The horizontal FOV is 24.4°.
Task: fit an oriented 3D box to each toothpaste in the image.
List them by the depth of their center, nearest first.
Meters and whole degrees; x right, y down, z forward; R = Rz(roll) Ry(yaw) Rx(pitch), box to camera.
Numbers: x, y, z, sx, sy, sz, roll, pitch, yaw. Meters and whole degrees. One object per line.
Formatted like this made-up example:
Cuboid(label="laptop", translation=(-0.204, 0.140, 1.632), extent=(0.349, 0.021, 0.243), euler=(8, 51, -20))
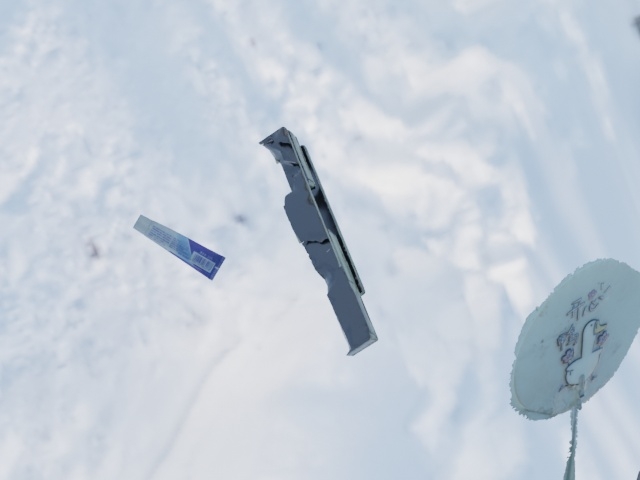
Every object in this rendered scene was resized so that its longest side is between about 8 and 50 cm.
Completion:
Cuboid(label="toothpaste", translation=(-0.124, 0.005, 1.288), extent=(0.083, 0.024, 0.015), euler=(30, 1, -5))

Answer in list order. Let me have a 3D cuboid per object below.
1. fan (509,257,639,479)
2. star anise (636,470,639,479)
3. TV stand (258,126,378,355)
Cuboid(label="fan", translation=(0.329, 0.193, 1.887), extent=(0.012, 0.233, 0.415), euler=(40, -34, 43))
Cuboid(label="star anise", translation=(0.441, 0.453, 2.009), extent=(0.102, 0.272, 0.272), euler=(-7, 76, -40))
Cuboid(label="TV stand", translation=(0.000, 0.000, 1.458), extent=(0.042, 0.036, 0.249), euler=(29, 34, -56))
